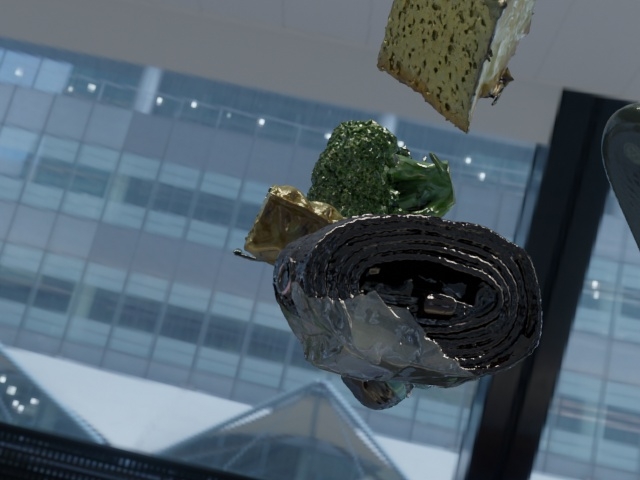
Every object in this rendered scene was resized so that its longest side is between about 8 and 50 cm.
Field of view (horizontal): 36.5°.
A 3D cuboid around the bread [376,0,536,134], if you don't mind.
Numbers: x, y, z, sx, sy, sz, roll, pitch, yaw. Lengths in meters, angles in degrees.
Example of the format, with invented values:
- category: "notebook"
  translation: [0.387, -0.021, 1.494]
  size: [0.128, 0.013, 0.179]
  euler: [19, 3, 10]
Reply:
- category: "bread"
  translation: [0.270, -0.315, 1.437]
  size: [0.315, 0.279, 0.248]
  euler: [-12, -47, -20]

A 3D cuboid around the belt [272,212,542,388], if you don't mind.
- category: "belt"
  translation: [0.089, 0.067, 1.077]
  size: [0.289, 0.184, 0.164]
  euler: [10, -12, -21]

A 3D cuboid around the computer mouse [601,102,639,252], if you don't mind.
- category: "computer mouse"
  translation: [0.535, -0.042, 1.405]
  size: [0.188, 0.122, 0.371]
  euler: [18, -45, 65]

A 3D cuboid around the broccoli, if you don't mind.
- category: "broccoli"
  translation: [0.120, -0.076, 1.978]
  size: [0.310, 0.321, 0.413]
  euler: [17, -18, 19]

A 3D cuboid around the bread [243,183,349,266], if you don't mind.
- category: "bread"
  translation: [0.000, 0.000, 1.464]
  size: [0.232, 0.128, 0.088]
  euler: [28, -25, -29]

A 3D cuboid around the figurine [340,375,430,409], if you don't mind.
- category: "figurine"
  translation: [0.116, 0.187, 1.514]
  size: [0.138, 0.110, 0.245]
  euler: [37, 20, 27]

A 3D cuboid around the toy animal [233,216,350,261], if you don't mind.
- category: "toy animal"
  translation: [-0.032, 0.012, 1.659]
  size: [0.253, 0.070, 0.079]
  euler: [-14, -12, 11]
